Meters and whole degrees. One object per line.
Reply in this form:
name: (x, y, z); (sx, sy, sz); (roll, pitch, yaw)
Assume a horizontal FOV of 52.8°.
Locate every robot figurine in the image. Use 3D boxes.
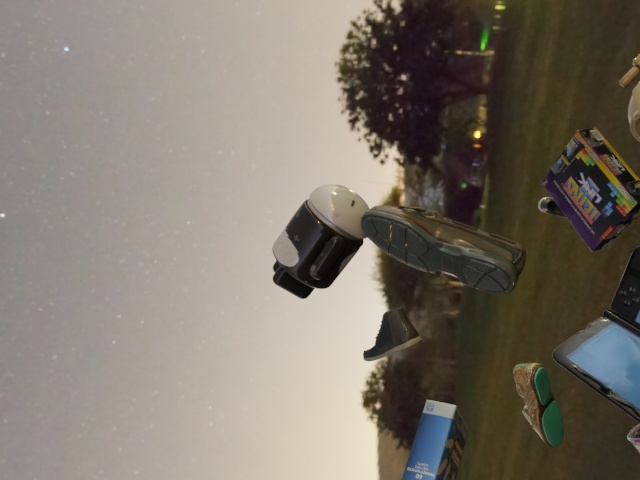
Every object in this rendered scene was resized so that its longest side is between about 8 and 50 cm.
robot figurine: (0.002, 0.002, 1.503); (0.174, 0.209, 0.278); (13, -62, -52)

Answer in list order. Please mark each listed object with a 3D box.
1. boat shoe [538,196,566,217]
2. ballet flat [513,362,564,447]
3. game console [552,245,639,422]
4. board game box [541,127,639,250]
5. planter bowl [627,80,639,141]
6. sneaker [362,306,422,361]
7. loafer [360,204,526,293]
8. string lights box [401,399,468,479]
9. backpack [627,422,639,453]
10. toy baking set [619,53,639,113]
boat shoe: (0.570, -0.070, 1.473); (0.040, 0.142, 0.049); (-116, 33, -81)
ballet flat: (0.441, 0.330, 1.314); (0.073, 0.067, 0.206); (-32, -67, -31)
game console: (0.621, 0.177, 1.185); (0.293, 0.173, 0.250); (40, 125, 50)
board game box: (0.483, -0.090, 1.140); (0.141, 0.048, 0.170); (109, 142, -51)
planter bowl: (0.743, -0.272, 1.403); (0.109, 0.162, 0.162); (-46, -30, -29)
sneaker: (0.193, 0.274, 1.891); (0.083, 0.222, 0.118); (-12, -105, -46)
loafer: (0.197, 0.002, 1.041); (0.084, 0.268, 0.096); (-49, -28, -35)
string lights box: (0.247, 0.503, 1.423); (0.133, 0.077, 0.259); (59, -135, -43)
backpack: (0.883, 0.468, 1.542); (0.191, 0.254, 0.225); (67, 158, 15)
toy baking set: (0.618, -0.266, 1.091); (0.256, 0.196, 0.030); (-43, -28, 14)
